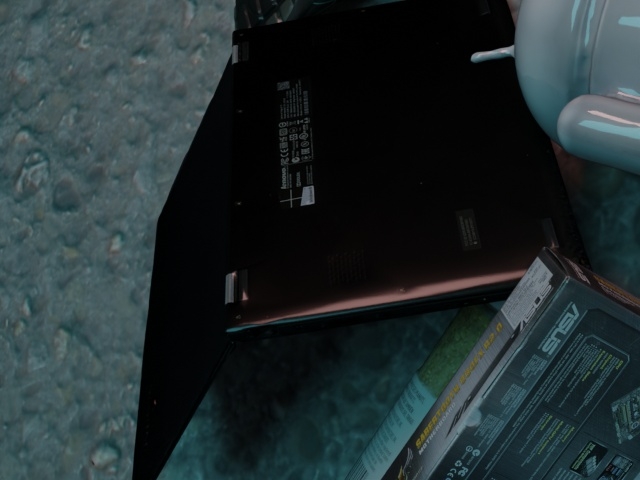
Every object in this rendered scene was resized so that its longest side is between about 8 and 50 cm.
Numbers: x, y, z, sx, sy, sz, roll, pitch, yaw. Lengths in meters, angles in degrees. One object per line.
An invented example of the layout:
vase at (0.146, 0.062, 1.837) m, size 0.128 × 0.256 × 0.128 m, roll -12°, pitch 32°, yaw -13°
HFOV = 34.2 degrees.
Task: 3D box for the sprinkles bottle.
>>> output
sprinkles bottle at (0.102, 0.174, 0.843) m, size 0.121 × 0.121 × 0.355 m, roll 39°, pitch 101°, yaw 36°

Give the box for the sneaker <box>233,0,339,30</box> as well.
sneaker at (0.006, -0.264, 1.051) m, size 0.267 × 0.106 × 0.101 m, roll -33°, pitch 64°, yaw 48°

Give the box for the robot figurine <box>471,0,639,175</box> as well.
robot figurine at (0.289, -0.135, 0.736) m, size 0.353 × 0.200 × 0.300 m, roll 19°, pitch 44°, yaw 34°

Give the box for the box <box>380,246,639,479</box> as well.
box at (0.169, 0.145, 0.723) m, size 0.231 × 0.183 × 0.056 m, roll -58°, pitch 17°, yaw 15°

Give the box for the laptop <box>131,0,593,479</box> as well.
laptop at (0.000, 0.000, 0.940) m, size 0.407 × 0.236 × 0.382 m, roll -10°, pitch 45°, yaw 6°
